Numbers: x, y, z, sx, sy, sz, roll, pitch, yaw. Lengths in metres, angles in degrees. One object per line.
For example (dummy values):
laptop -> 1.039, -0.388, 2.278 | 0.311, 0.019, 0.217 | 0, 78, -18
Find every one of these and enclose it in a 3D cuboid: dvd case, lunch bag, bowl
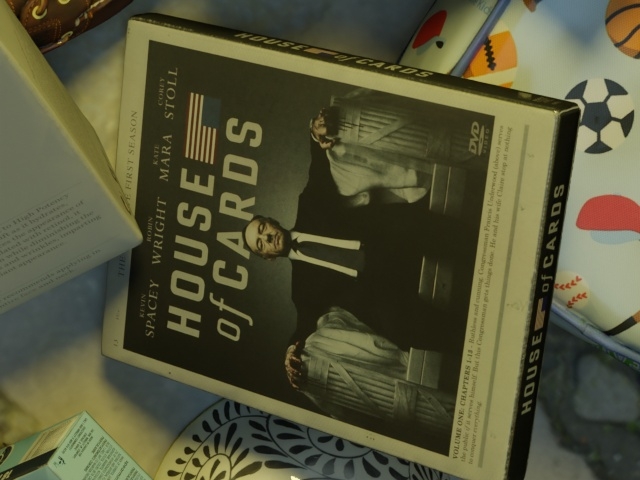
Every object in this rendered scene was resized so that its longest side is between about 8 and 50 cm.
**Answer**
dvd case -> 0.000, 0.000, 0.891 | 0.239, 0.029, 0.179 | 15, 107, 30
lunch bag -> 0.196, -0.054, 0.935 | 0.303, 0.115, 0.243 | 30, 98, -13
bowl -> -0.006, 0.163, 0.986 | 0.170, 0.080, 0.170 | -2, 105, -6

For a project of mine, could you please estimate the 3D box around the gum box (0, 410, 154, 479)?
gum box -> -0.109, 0.180, 0.952 | 0.157, 0.041, 0.184 | -27, 112, 43

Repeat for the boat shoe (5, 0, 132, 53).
boat shoe -> -0.149, -0.116, 0.893 | 0.207, 0.073, 0.073 | -32, 104, 1

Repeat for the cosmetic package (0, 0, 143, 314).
cosmetic package -> -0.174, -0.051, 0.831 | 0.117, 0.085, 0.231 | -27, 151, -1
